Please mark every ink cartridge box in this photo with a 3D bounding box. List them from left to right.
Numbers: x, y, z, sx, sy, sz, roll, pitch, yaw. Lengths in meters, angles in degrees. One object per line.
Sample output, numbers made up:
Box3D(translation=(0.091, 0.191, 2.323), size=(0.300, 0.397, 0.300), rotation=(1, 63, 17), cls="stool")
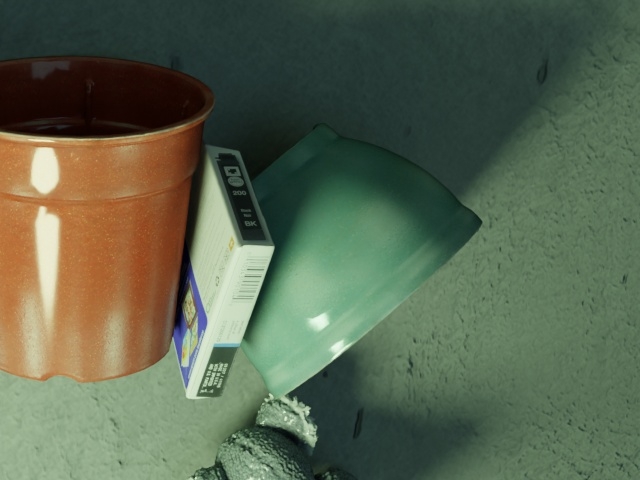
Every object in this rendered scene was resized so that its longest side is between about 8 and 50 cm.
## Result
Box3D(translation=(-0.114, 0.016, 1.809), size=(0.045, 0.208, 0.206), rotation=(3, 130, -22), cls="ink cartridge box")

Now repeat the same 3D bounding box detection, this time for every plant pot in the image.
Box3D(translation=(-0.244, -0.018, 1.764), size=(0.272, 0.272, 0.265), rotation=(-9, 114, -29), cls="plant pot")
Box3D(translation=(0.000, 0.000, 1.910), size=(0.293, 0.293, 0.196), rotation=(-40, 92, -17), cls="plant pot")

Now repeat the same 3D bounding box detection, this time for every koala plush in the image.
Box3D(translation=(-0.036, 0.294, 2.003), size=(0.196, 0.203, 0.221), rotation=(-40, 107, -17), cls="koala plush")
